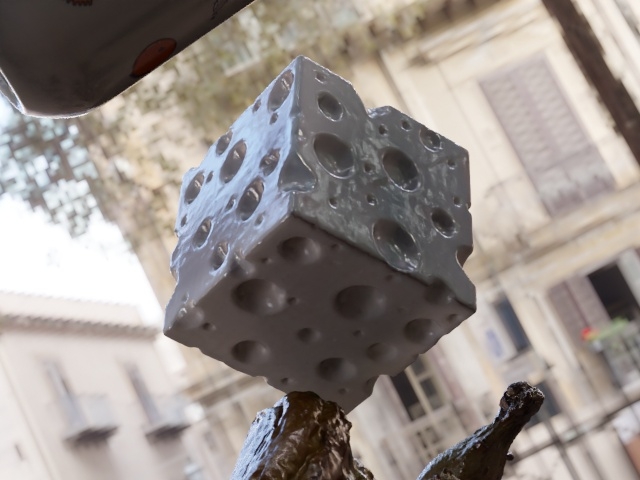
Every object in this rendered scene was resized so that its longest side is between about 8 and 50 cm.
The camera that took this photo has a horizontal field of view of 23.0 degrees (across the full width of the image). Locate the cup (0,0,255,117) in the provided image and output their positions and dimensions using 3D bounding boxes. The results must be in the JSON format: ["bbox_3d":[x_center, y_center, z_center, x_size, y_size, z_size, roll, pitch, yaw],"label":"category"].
[{"bbox_3d":[-0.144,-0.246,1.229,0.317,0.212,0.212,-38,-11,-10],"label":"cup"}]

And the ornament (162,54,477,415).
[{"bbox_3d":[0.000,0.000,1.684,0.239,0.240,0.240,27,-48,-24],"label":"ornament"}]

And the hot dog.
[{"bbox_3d":[-0.004,0.301,1.531,0.174,0.267,0.387,-30,13,13],"label":"hot dog"}]

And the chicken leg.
[{"bbox_3d":[0.189,0.298,1.959,0.177,0.083,0.322,-36,-23,-24],"label":"chicken leg"}]
